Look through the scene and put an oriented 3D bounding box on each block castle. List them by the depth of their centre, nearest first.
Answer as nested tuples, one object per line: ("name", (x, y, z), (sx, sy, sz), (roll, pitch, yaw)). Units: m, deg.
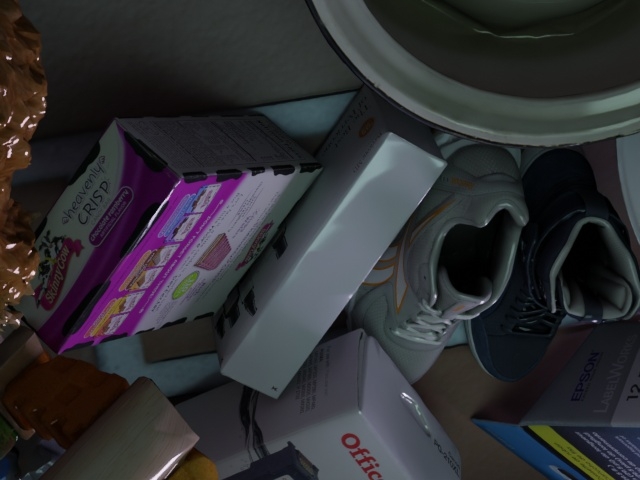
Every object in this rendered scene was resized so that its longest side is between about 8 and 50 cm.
("block castle", (-0.227, 0.220, 1.189), (0.213, 0.453, 0.303), (-47, 125, -23))

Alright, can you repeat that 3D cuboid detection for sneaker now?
("sneaker", (0.090, 0.035, 1.336), (0.099, 0.121, 0.262), (8, 128, -16))
("sneaker", (0.183, 0.050, 1.352), (0.086, 0.163, 0.226), (2, 120, -14))

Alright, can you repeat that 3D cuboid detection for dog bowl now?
("dog bowl", (0.162, -0.275, 1.167), (0.408, 0.150, 0.408), (-5, 119, -9))

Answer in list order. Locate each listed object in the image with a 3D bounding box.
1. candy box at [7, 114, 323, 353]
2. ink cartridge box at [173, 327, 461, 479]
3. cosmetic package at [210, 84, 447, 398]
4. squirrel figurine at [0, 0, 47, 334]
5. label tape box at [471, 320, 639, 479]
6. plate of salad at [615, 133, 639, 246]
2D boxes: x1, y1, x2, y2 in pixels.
("candy box", (-0.111, -0.011, 1.224), (0.071, 0.233, 0.159), (43, 109, 16))
("ink cartridge box", (-0.024, 0.198, 1.397), (0.237, 0.100, 0.172), (-23, 123, 21))
("cosmetic package", (0.000, 0.000, 1.321), (0.060, 0.099, 0.239), (26, 111, -24))
("squirrel figurine", (-0.360, -0.075, 1.056), (0.397, 0.281, 0.370), (42, 117, 11))
("label tape box", (0.335, 0.172, 1.423), (0.249, 0.348, 0.115), (37, 67, -26))
("plate of salad", (0.274, -0.047, 1.318), (0.048, 0.200, 0.200), (-11, 129, 38))
